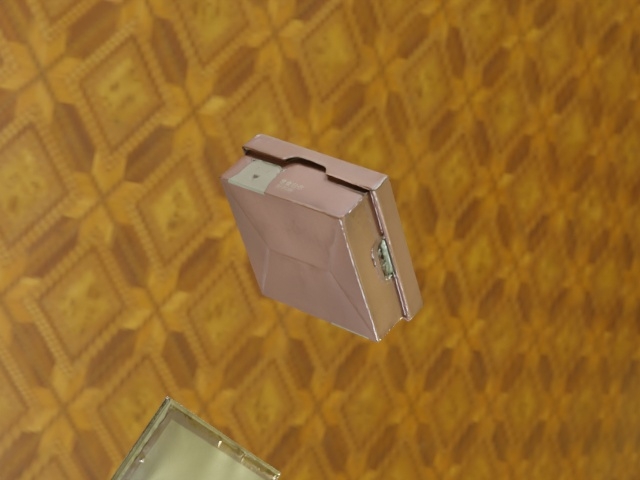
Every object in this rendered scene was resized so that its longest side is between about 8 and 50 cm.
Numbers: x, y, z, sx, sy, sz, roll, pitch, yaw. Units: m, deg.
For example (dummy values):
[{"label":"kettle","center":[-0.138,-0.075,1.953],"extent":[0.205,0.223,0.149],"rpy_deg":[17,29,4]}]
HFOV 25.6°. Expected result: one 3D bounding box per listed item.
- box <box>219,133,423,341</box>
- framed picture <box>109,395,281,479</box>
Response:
[{"label":"box","center":[0.000,0.000,1.700],"extent":[0.086,0.215,0.215],"rpy_deg":[-43,135,-29]},{"label":"framed picture","center":[-0.134,0.256,1.330],"extent":[0.173,0.010,0.231],"rpy_deg":[-56,145,-10]}]
